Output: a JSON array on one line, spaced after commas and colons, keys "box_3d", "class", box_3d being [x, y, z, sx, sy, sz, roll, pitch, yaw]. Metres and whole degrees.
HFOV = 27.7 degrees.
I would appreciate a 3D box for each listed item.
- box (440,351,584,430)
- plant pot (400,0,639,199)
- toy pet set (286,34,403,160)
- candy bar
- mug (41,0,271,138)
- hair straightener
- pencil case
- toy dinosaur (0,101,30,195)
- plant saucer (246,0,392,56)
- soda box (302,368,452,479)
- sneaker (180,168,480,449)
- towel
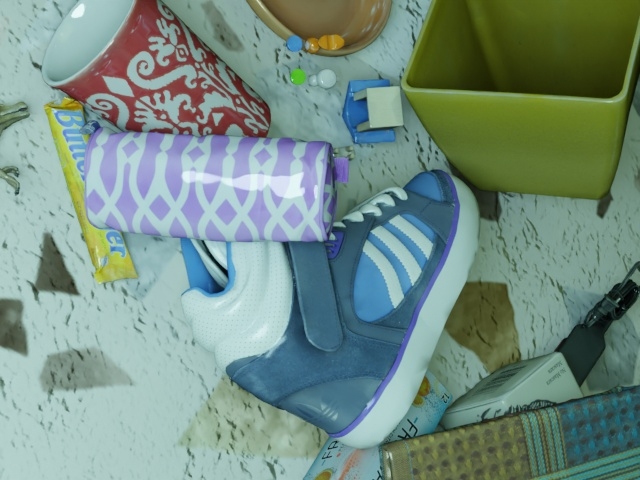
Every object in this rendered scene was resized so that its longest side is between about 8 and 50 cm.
[{"box_3d": [0.232, 0.256, 1.246, 0.113, 0.094, 0.275, -31, 95, -41], "class": "box"}, {"box_3d": [0.224, -0.157, 1.306, 0.187, 0.212, 0.212, 69, 34, -48], "class": "plant pot"}, {"box_3d": [0.017, -0.131, 1.240, 0.114, 0.065, 0.122, -5, 90, -20], "class": "toy pet set"}, {"box_3d": [-0.189, -0.042, 1.061, 0.040, 0.018, 0.162, -13, 83, -42], "class": "candy bar"}, {"box_3d": [-0.126, -0.142, 1.084, 0.169, 0.113, 0.150, 38, 48, -34], "class": "mug"}, {"box_3d": [0.303, 0.089, 1.368, 0.047, 0.089, 0.230, 43, 48, 11], "class": "hair straightener"}, {"box_3d": [-0.086, -0.044, 1.017, 0.088, 0.206, 0.086, -63, 157, -71], "class": "pencil case"}, {"box_3d": [-0.289, -0.055, 0.974, 0.183, 0.053, 0.093, -23, 74, -49], "class": "toy dinosaur"}, {"box_3d": [-0.015, -0.271, 1.276, 0.200, 0.037, 0.200, 16, 64, -35], "class": "plant saucer"}, {"box_3d": [0.045, 0.186, 1.142, 0.063, 0.058, 0.183, 49, 51, -16], "class": "soda box"}, {"box_3d": [0.000, 0.000, 1.128, 0.236, 0.130, 0.323, 37, 48, -16], "class": "sneaker"}, {"box_3d": [0.196, 0.332, 1.132, 0.271, 0.040, 0.370, -9, 91, -22], "class": "towel"}]
